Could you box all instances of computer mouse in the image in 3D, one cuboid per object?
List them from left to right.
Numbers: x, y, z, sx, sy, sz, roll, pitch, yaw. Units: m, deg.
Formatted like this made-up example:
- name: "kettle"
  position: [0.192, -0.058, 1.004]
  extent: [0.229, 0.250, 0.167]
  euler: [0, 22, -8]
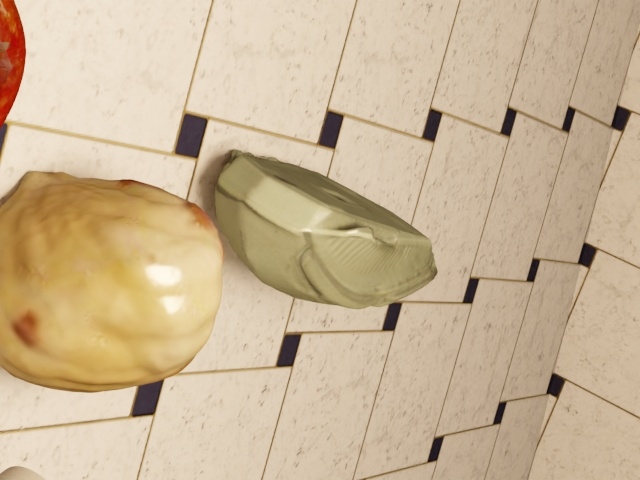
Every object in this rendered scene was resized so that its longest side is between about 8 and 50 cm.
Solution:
- name: "computer mouse"
  position: [0.000, 0.003, 1.608]
  extent: [0.429, 0.228, 0.145]
  euler: [12, 105, -61]

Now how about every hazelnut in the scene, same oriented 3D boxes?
- name: "hazelnut"
  position: [-0.227, 0.035, 1.253]
  extent: [0.261, 0.261, 0.241]
  euler: [-26, 96, -54]

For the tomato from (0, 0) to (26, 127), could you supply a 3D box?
- name: "tomato"
  position: [-0.321, -0.156, 1.017]
  extent: [0.233, 0.140, 0.200]
  euler: [18, 83, -62]

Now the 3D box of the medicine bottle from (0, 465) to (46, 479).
- name: "medicine bottle"
  position: [-0.365, 0.338, 1.231]
  extent: [0.250, 0.131, 0.131]
  euler: [-39, 137, -45]
